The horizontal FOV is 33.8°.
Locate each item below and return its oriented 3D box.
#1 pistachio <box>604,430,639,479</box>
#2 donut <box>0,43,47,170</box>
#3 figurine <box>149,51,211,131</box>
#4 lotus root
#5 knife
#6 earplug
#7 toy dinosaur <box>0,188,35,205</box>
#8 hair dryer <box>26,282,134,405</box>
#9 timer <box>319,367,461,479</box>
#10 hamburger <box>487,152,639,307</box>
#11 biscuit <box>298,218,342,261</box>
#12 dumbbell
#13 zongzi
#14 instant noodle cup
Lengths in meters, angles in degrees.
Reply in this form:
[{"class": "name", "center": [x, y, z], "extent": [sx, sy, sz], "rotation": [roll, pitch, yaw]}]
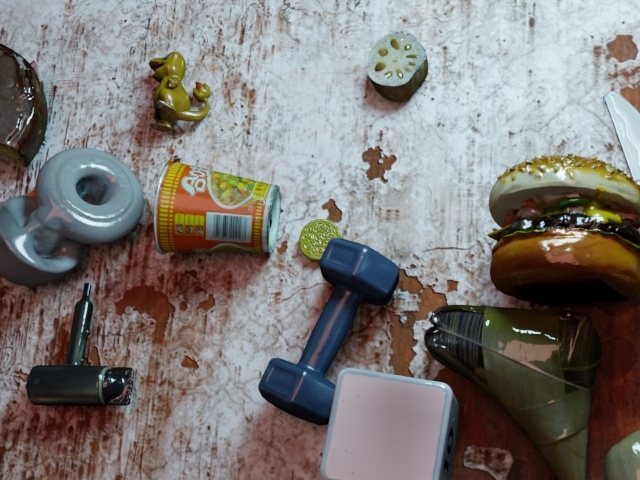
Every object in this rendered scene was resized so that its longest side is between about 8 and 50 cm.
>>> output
[{"class": "pistachio", "center": [0.528, 0.409, 1.682], "extent": [0.129, 0.131, 0.206], "rotation": [-3, 67, -17]}, {"class": "donut", "center": [-0.723, -0.287, 2.201], "extent": [0.345, 0.136, 0.259], "rotation": [3, 70, 13]}, {"class": "figurine", "center": [-0.284, -0.309, 2.142], "extent": [0.122, 0.121, 0.176], "rotation": [1, 59, -17]}, {"class": "lotus root", "center": [0.149, -0.337, 2.050], "extent": [0.112, 0.081, 0.122], "rotation": [33, 82, 22]}, {"class": "knife", "center": [0.587, -0.134, 1.907], "extent": [0.081, 0.043, 0.336], "rotation": [-9, 68, 3]}, {"class": "earplug", "center": [-0.500, -0.043, 2.058], "extent": [0.325, 0.175, 0.214], "rotation": [-39, 82, -12]}, {"class": "toy dinosaur", "center": [-0.653, -0.036, 2.144], "extent": [0.279, 0.055, 0.101], "rotation": [-34, 58, 1]}, {"class": "hair dryer", "center": [-0.440, 0.195, 2.012], "extent": [0.195, 0.078, 0.248], "rotation": [-2, 66, 10]}, {"class": "timer", "center": [0.122, 0.335, 1.765], "extent": [0.194, 0.195, 0.192], "rotation": [8, 73, 14]}, {"class": "hamburger", "center": [0.418, -0.016, 1.779], "extent": [0.291, 0.291, 0.225], "rotation": [3, 71, 14]}, {"class": "biscuit", "center": [0.000, 0.000, 1.999], "extent": [0.084, 0.023, 0.084], "rotation": [-4, 72, 12]}, {"class": "dumbbell", "center": [0.017, 0.161, 1.868], "extent": [0.144, 0.160, 0.325], "rotation": [26, 79, 8]}, {"class": "zongzi", "center": [0.314, 0.270, 1.778], "extent": [0.289, 0.154, 0.317], "rotation": [2, 78, 21]}, {"class": "instant noodle cup", "center": [-0.188, -0.056, 1.988], "extent": [0.212, 0.193, 0.193], "rotation": [7, 73, 7]}]
